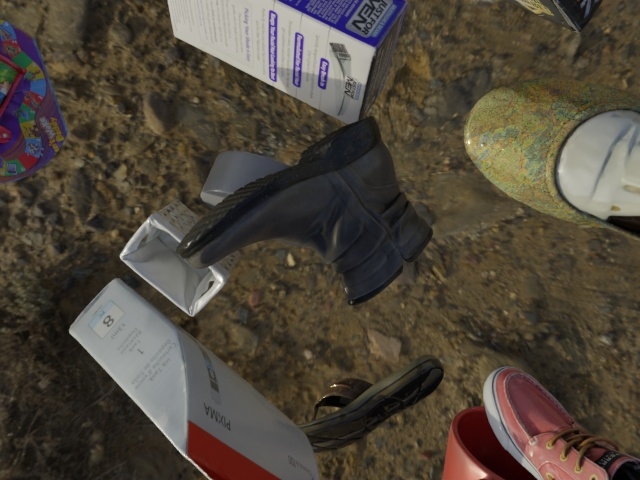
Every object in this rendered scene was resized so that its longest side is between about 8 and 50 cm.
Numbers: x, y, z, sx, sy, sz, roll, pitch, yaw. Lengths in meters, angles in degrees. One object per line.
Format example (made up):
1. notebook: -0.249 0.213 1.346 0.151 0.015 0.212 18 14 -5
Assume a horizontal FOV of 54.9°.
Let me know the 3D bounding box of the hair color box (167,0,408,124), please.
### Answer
1. hair color box: -0.058 -0.323 0.903 0.338 0.185 0.110 30 67 8

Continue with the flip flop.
1. flip flop: 0.059 0.246 0.959 0.277 0.112 0.080 -31 54 -1

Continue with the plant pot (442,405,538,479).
1. plant pot: 0.320 0.455 1.035 0.274 0.275 0.243 14 104 4

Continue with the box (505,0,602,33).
1. box: 0.212 -0.370 0.551 0.073 0.295 0.293 26 108 -42

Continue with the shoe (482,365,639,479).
1. shoe: 0.197 0.162 0.461 0.063 0.081 0.178 -19 62 -23

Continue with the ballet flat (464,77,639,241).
1. ballet flat: 0.292 -0.043 0.513 0.348 0.123 0.123 22 97 -11

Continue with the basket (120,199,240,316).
1. basket: -0.237 0.026 1.069 0.167 0.103 0.113 41 116 -7

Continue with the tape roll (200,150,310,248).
1. tape roll: -0.080 -0.062 1.000 0.219 0.219 0.072 20 78 3

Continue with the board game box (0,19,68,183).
1. board game box: -0.329 -0.141 0.612 0.133 0.033 0.169 -25 109 -32

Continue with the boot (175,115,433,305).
1. boot: 0.000 0.000 0.822 0.338 0.118 0.223 -33 104 -19

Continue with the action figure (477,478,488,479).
1. action figure: 0.154 0.437 0.829 0.091 0.280 0.139 42 136 9

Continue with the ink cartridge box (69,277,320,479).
1. ink cartridge box: -0.071 0.219 0.682 0.385 0.308 0.091 26 70 40
